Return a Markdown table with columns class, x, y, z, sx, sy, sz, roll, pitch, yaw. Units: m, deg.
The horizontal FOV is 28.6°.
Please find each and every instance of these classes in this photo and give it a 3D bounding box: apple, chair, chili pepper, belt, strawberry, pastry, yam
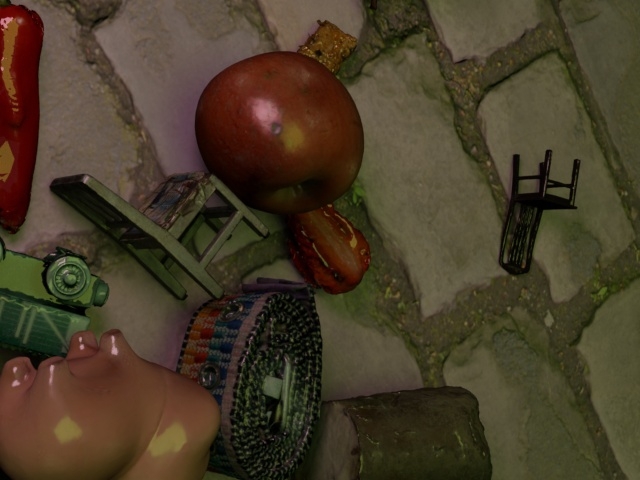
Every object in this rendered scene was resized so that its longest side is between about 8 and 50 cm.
| class | x | y | z | sx | sy | sz | roll | pitch | yaw |
| --- | --- | --- | --- | --- | --- | --- | --- | --- | --- |
| apple | -0.057 | -0.150 | 1.832 | 0.254 | 0.253 | 0.253 | 0 | 90 | -33 |
| chair | -0.225 | -0.047 | 1.797 | 0.270 | 0.136 | 0.147 | 44 | 66 | -23 |
| chili pepper | -0.427 | -0.200 | 1.691 | 0.110 | 0.110 | 0.387 | -3 | 97 | -33 |
| belt | -0.114 | 0.203 | 1.850 | 0.207 | 0.161 | 0.295 | 2 | 90 | -51 |
| chair | 0.383 | -0.044 | 2.205 | 0.084 | 0.101 | 0.212 | 13 | 82 | -32 |
| strawberry | 0.000 | 0.000 | 1.982 | 0.188 | 0.082 | 0.121 | 55 | 43 | -10 |
| pastry | -0.004 | -0.285 | 1.986 | 0.080 | 0.056 | 0.140 | 38 | 72 | -14 |
| yam | 0.124 | 0.328 | 1.983 | 0.300 | 0.195 | 0.195 | -1 | 90 | -32 |

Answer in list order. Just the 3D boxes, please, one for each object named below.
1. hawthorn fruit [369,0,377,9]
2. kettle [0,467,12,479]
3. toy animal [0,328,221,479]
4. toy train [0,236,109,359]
| class | x | y | z | sx | sy | sz | roll | pitch | yaw |
| --- | --- | --- | --- | --- | --- | --- | --- | --- | --- |
| hawthorn fruit | 0.106 | -0.496 | 1.977 | 0.230 | 0.210 | 0.266 | 1 | 104 | -38 |
| kettle | -0.468 | 0.310 | 1.607 | 0.251 | 0.207 | 0.271 | -23 | 94 | -24 |
| toy animal | -0.275 | 0.250 | 1.638 | 0.326 | 0.237 | 0.269 | -15 | 104 | -47 |
| toy train | -0.415 | 0.068 | 1.679 | 0.269 | 0.115 | 0.154 | 19 | 85 | -31 |
